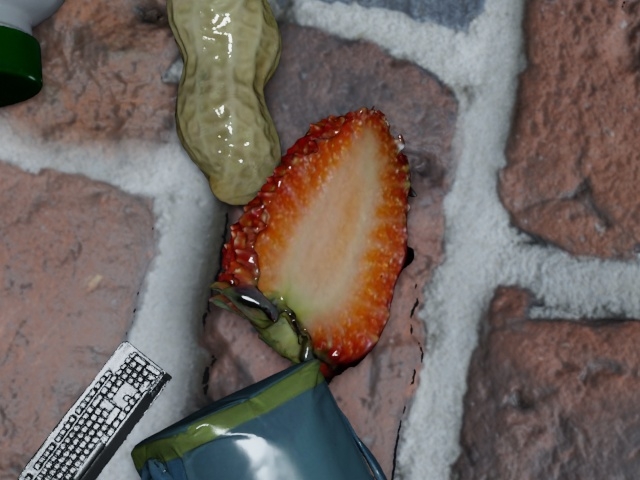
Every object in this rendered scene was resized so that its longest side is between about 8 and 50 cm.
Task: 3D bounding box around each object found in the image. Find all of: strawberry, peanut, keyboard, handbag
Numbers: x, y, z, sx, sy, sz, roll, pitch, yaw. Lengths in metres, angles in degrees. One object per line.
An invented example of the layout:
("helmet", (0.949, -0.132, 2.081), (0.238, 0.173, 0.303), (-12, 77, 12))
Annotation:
("strawberry", (0.000, 0.000, 1.385), (0.233, 0.137, 0.306), (43, 61, -28))
("peanut", (-0.108, -0.189, 1.397), (0.136, 0.120, 0.299), (-3, 84, -15))
("keyboard", (-0.256, 0.213, 1.354), (0.074, 0.015, 0.196), (38, 77, -2))
("handbag", (-0.054, 0.277, 1.252), (0.222, 0.263, 0.241), (-24, 87, -30))

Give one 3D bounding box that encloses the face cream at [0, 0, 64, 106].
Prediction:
("face cream", (-0.423, -0.336, 1.316), (0.312, 0.219, 0.357), (-4, 84, -12))
